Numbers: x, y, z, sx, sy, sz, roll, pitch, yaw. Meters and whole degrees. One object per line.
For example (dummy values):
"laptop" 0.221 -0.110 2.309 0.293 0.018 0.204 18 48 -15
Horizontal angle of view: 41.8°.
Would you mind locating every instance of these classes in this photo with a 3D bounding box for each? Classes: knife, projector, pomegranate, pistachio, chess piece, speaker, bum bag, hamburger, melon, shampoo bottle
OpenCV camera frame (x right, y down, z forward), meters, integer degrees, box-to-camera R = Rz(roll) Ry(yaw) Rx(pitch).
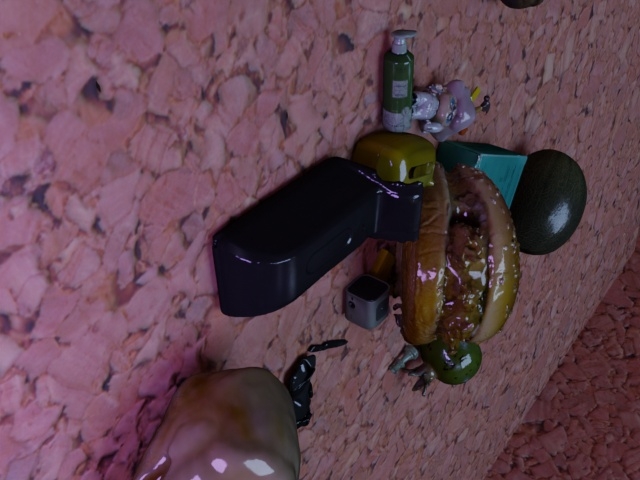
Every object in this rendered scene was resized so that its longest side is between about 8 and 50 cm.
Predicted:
"knife" 0.021 0.237 1.903 0.170 0.010 0.023 2 116 -60
"projector" 0.105 0.138 1.884 0.083 0.083 0.082 -37 140 -40
"pomegranate" 0.333 0.329 2.311 0.224 0.181 0.181 -34 141 -15
"pistachio" -0.179 0.426 1.460 0.365 0.281 0.445 -11 116 -50
"chess piece" 0.218 0.323 2.246 0.093 0.042 0.042 -39 142 -25
"speaker" 0.000 0.000 1.523 0.388 0.184 0.180 -38 141 -36
"bum bag" -0.038 0.342 1.847 0.087 0.049 0.197 -36 139 -47
"hamburger" 0.305 0.070 1.835 0.287 0.268 0.445 -98 -171 -67
"melon" 0.616 -0.110 2.346 0.237 0.237 0.301 34 78 -60
"shampoo bottle" 0.155 -0.316 1.650 0.065 0.065 0.204 -38 141 -37

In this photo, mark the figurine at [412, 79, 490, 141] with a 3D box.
"figurine" 0.261 -0.281 1.804 0.229 0.112 0.137 -2 106 -42

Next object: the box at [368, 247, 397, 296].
"box" 0.163 0.079 1.993 0.155 0.023 0.087 33 80 -59

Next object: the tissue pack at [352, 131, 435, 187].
"tissue pack" 0.157 -0.155 1.711 0.178 0.127 0.123 -20 125 -52

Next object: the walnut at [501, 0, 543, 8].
"walnut" 0.446 -0.584 1.839 0.140 0.140 0.162 -59 164 -9

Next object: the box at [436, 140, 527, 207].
"box" 0.380 -0.135 2.079 0.311 0.118 0.205 -8 116 -56
